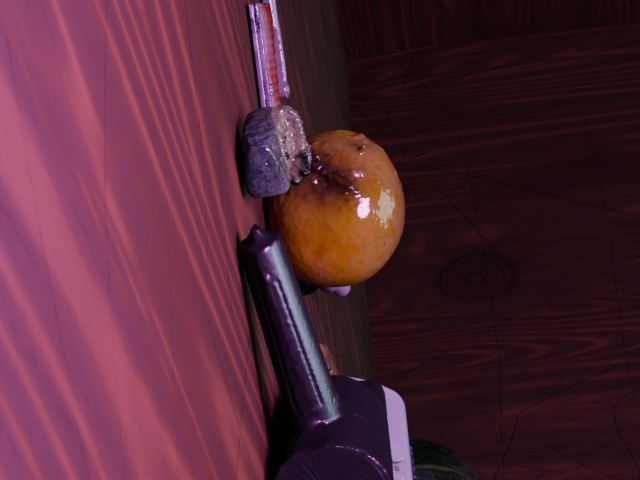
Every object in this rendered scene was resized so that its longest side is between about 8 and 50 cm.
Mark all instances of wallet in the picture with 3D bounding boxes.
[{"bbox_3d":[-0.059,-0.175,1.733,0.103,0.020,0.197,-66,150,-81],"label":"wallet"}]

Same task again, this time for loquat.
[{"bbox_3d":[0.014,-0.029,1.644,0.204,0.149,0.172,99,-16,-58],"label":"loquat"}]

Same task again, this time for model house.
[{"bbox_3d":[-0.044,-0.077,1.444,0.083,0.066,0.079,-88,169,-58],"label":"model house"}]

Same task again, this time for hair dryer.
[{"bbox_3d":[-0.013,0.110,1.430,0.244,0.116,0.302,-93,169,-72],"label":"hair dryer"}]

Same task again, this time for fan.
[{"bbox_3d":[-0.066,-0.317,1.877,0.057,0.023,0.282,-130,-147,-81],"label":"fan"}]

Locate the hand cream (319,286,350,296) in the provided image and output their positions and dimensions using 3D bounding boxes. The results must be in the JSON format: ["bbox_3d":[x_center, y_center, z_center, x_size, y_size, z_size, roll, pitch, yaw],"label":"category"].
[{"bbox_3d":[-0.004,0.001,2.075,0.257,0.050,0.084,67,14,-55],"label":"hand cream"}]

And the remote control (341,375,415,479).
[{"bbox_3d":[0.041,0.285,1.597,0.056,0.140,0.296,-44,-139,49],"label":"remote control"}]

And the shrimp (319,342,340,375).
[{"bbox_3d":[0.021,0.245,1.997,0.152,0.046,0.219,-86,165,-75],"label":"shrimp"}]

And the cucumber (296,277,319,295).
[{"bbox_3d":[-0.019,0.003,1.792,0.220,0.046,0.070,86,11,-55],"label":"cucumber"}]

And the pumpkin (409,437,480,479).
[{"bbox_3d":[0.095,0.384,1.765,0.300,0.207,0.300,178,-90,-82],"label":"pumpkin"}]
